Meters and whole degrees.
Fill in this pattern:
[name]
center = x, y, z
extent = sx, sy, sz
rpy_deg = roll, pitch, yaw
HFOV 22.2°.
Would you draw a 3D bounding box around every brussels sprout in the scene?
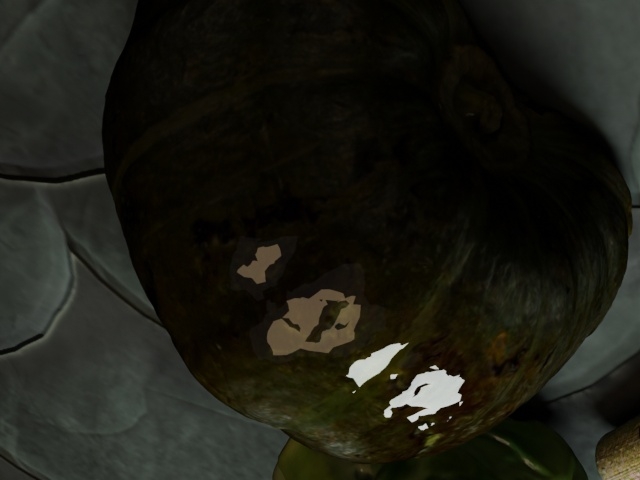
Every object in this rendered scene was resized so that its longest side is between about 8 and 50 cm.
[brussels sprout]
center = 0.073, 0.193, 1.078
extent = 0.223, 0.223, 0.161
rpy_deg = 19, 134, 8

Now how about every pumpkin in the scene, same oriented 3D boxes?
[pumpkin]
center = 0.000, 0.000, 0.886
extent = 0.325, 0.232, 0.242
rpy_deg = 43, 141, -15

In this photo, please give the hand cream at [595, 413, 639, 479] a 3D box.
[hand cream]
center = 0.237, 0.115, 1.005
extent = 0.084, 0.084, 0.203
rpy_deg = 32, 145, -9
